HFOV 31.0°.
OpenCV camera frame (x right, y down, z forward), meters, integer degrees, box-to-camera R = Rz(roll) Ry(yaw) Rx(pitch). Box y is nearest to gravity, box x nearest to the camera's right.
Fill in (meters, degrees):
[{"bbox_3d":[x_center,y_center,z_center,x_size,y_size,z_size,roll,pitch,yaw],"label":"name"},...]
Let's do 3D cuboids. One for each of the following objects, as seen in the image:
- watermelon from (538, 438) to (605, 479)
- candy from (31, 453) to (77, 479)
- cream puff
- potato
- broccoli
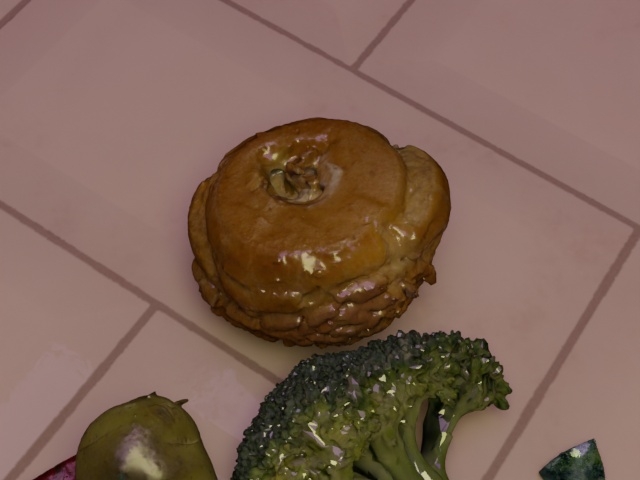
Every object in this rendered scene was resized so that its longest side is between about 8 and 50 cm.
[{"bbox_3d":[0.323,0.289,1.480,0.085,0.085,0.061,24,21,10],"label":"watermelon"},{"bbox_3d":[-0.324,0.320,1.408,0.292,0.059,0.086,-25,65,-15],"label":"candy"},{"bbox_3d":[0.000,0.000,1.506,0.343,0.231,0.327,-14,44,-5],"label":"cream puff"},{"bbox_3d":[-0.199,0.303,1.343,0.169,0.143,0.248,-14,103,4],"label":"potato"},{"bbox_3d":[0.065,0.312,1.378,0.353,0.275,0.397,-10,80,11],"label":"broccoli"}]
